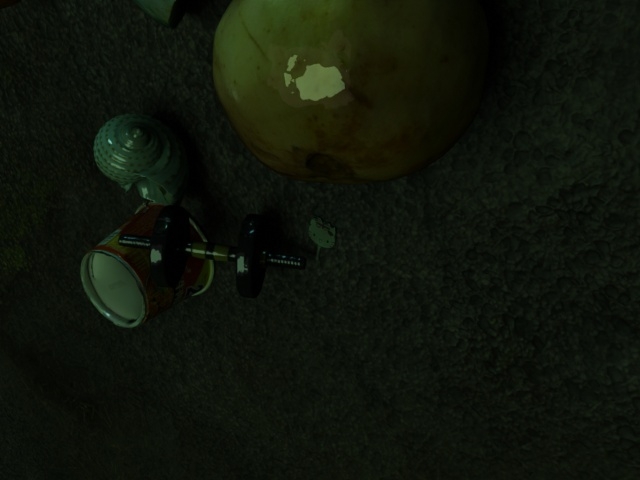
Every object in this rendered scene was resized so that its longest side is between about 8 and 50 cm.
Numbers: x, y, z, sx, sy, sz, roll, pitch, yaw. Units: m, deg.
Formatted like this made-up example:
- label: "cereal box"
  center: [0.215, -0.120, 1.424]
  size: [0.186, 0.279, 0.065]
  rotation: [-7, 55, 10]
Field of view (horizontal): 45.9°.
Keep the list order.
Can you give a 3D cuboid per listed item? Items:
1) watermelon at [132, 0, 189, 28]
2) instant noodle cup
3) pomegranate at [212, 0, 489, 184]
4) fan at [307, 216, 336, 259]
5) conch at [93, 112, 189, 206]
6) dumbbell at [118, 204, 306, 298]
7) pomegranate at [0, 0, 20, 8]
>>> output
- label: "watermelon"
  center: [-0.237, -0.429, 1.090]
  size: [0.175, 0.260, 0.256]
  rotation: [-8, 128, 23]
- label: "instant noodle cup"
  center: [-0.334, 0.053, 1.424]
  size: [0.213, 0.174, 0.213]
  rotation: [17, 124, 27]
- label: "pomegranate"
  center: [0.035, -0.232, 0.934]
  size: [0.338, 0.338, 0.338]
  rotation: [17, 123, 27]
- label: "fan"
  center: [0.000, 0.000, 1.275]
  size: [0.056, 0.004, 0.083]
  rotation: [28, 129, 20]
- label: "conch"
  center: [-0.305, -0.146, 1.324]
  size: [0.172, 0.131, 0.200]
  rotation: [21, 172, -7]
- label: "dumbbell"
  center: [-0.185, 0.018, 1.287]
  size: [0.325, 0.143, 0.143]
  rotation: [6, 121, 6]
- label: "pomegranate"
  center: [-0.576, -0.508, 1.255]
  size: [0.248, 0.248, 0.248]
  rotation: [17, 123, 27]
